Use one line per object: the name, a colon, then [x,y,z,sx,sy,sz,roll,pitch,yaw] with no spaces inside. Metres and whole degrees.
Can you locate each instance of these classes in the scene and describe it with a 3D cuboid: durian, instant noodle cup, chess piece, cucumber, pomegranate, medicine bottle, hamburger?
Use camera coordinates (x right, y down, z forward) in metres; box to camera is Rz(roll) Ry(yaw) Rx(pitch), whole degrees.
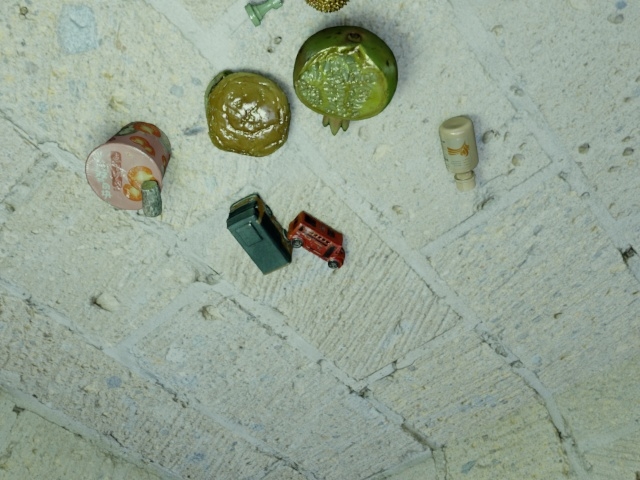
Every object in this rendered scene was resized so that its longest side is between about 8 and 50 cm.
durian: [0.019,-0.721,1.431,0.168,0.137,0.158,-20,102,3]
instant noodle cup: [-0.615,-0.258,1.691,0.242,0.231,0.243,1,125,1]
chess piece: [-0.165,-0.683,1.499,0.103,0.067,0.067,-28,121,9]
cucumber: [-0.530,-0.130,1.605,0.064,0.064,0.112,6,123,-4]
pomegranate: [0.072,-0.496,1.553,0.309,0.216,0.358,6,155,-4]
medicine bottle: [0.479,-0.287,1.739,0.114,0.114,0.252,-15,124,10]
hamburger: [-0.238,-0.402,1.650,0.284,0.134,0.266,4,127,-5]

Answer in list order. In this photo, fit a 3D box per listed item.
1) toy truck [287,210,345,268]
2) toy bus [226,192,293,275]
toy truck: [0.000,0.000,1.943,0.252,0.107,0.114,30,120,-19]
toy bus: [-0.222,-0.020,1.895,0.138,0.167,0.275,-24,121,16]
